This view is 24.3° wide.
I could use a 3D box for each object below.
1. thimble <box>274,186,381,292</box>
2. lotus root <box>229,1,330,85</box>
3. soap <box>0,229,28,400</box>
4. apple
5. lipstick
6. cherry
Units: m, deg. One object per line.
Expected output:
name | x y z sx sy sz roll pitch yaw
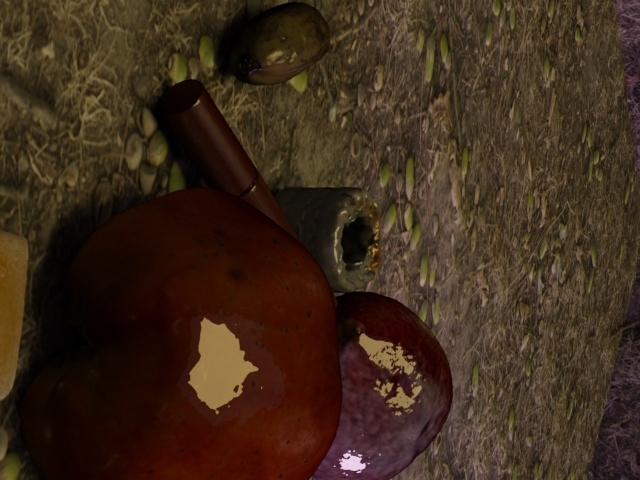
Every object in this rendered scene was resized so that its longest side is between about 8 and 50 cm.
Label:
thimble | -0.001 -0.002 1.793 0.151 0.118 0.127 2 91 -65
lotus root | -0.045 -0.223 1.677 0.080 0.089 0.179 56 32 1
soap | -0.313 0.046 1.105 0.232 0.073 0.140 20 73 -66
apple | -0.129 0.128 1.451 0.365 0.295 0.329 21 46 -62
lipstick | -0.071 -0.030 1.618 0.357 0.057 0.057 59 41 -41
cherry | 0.049 0.177 1.826 0.230 0.203 0.300 -29 141 -14
